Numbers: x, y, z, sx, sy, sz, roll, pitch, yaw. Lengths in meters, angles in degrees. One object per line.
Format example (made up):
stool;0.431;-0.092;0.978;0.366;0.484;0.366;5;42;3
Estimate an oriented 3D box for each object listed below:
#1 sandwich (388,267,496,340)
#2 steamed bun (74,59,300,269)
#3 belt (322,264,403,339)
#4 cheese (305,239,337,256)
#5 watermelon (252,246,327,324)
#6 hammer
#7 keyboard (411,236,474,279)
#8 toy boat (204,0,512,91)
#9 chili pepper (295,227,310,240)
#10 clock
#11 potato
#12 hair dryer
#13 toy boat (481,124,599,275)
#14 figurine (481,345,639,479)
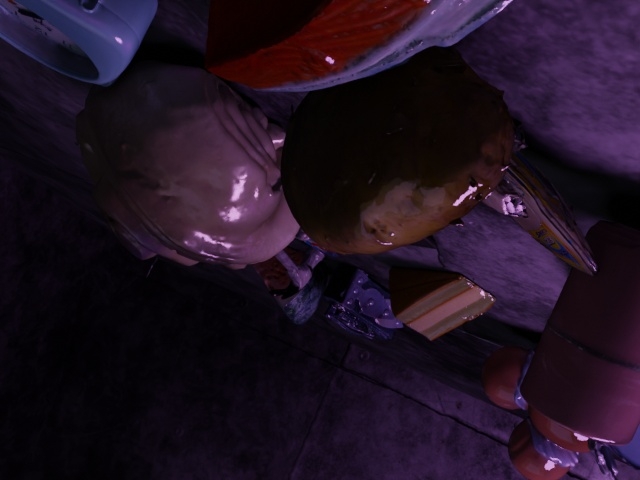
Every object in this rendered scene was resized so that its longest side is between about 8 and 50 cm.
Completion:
sandwich;0.233;0.085;1.379;0.117;0.144;0.187;32;131;-26
steamed bun;-0.190;-0.078;1.021;0.352;0.248;0.339;10;162;39
belt;0.097;0.159;1.679;0.218;0.129;0.122;36;165;-32
cheese;0.000;0.000;1.436;0.095;0.038;0.145;21;166;22
watermelon;-0.076;0.086;1.826;0.226;0.148;0.318;47;178;-10
hammer;-0.118;-0.031;1.440;0.044;0.152;0.427;22;157;39
keyboard;0.108;-0.016;1.183;0.103;0.041;0.381;36;171;-40
toy boat;0.037;-0.172;0.452;0.133;0.145;0.331;6;179;-26
chili pepper;-0.051;-0.034;1.369;0.153;0.050;0.041;26;170;49
clock;-0.318;-0.278;0.828;0.223;0.094;0.274;31;169;-20
potato;0.055;-0.080;0.642;0.141;0.192;0.296;18;173;-28
hair dryer;0.341;0.082;0.856;0.125;0.211;0.352;22;-168;15
toy boat;0.201;-0.043;0.704;0.210;0.066;0.084;46;164;2
figurine;0.482;0.316;1.307;0.248;0.277;0.388;-17;176;-8
